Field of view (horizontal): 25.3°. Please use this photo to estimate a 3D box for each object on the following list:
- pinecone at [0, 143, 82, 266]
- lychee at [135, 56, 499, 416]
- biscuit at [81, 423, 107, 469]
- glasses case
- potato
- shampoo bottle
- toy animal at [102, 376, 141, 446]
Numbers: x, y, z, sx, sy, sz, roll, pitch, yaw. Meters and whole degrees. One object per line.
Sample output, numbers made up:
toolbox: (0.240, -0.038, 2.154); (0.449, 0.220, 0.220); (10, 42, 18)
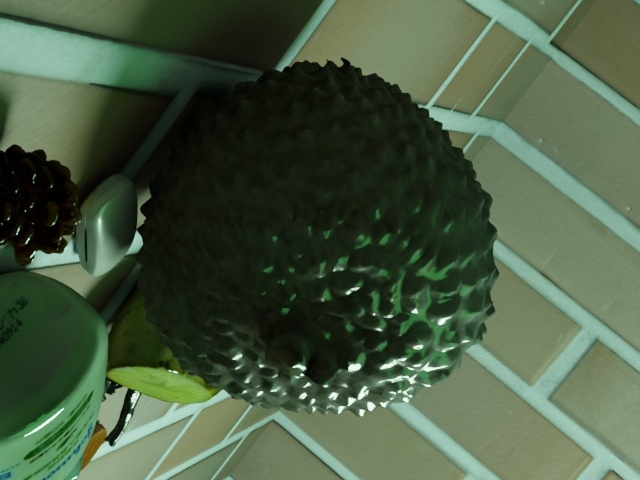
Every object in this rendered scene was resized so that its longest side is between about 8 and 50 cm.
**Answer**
pinecone: (-0.254, -0.029, 1.144); (0.109, 0.102, 0.102); (10, 123, -46)
lychee: (0.000, 0.000, 1.496); (0.380, 0.380, 0.432); (-58, -166, 32)
biscuit: (-0.356, 0.314, 2.057); (0.130, 0.019, 0.102); (-41, 165, -41)
glasses case: (-0.218, -0.014, 1.453); (0.063, 0.041, 0.164); (-44, 168, -24)
potato: (-0.177, 0.122, 1.778); (0.141, 0.176, 0.298); (-10, -178, 26)
shampoo bottle: (-0.310, 0.177, 1.429); (0.222, 0.151, 0.349); (-48, 170, -27)
toy animal: (-0.241, 0.176, 1.896); (0.233, 0.084, 0.148); (-33, 158, -49)
